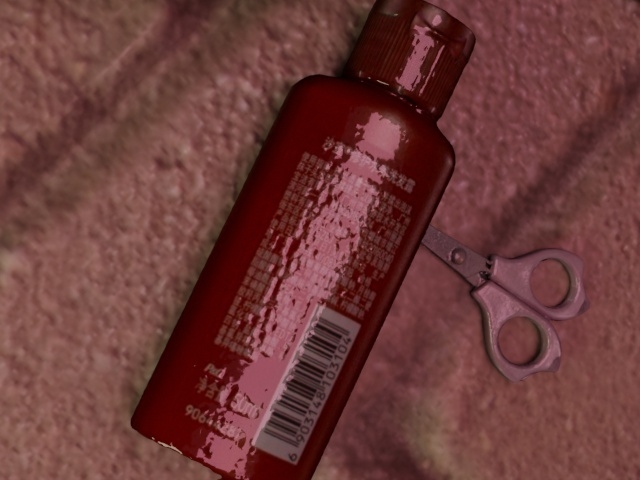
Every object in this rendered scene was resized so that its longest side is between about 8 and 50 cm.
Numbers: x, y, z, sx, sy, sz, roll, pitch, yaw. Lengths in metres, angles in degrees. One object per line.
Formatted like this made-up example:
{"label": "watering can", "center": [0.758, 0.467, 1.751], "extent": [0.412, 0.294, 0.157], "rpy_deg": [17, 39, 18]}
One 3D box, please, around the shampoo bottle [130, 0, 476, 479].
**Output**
{"label": "shampoo bottle", "center": [0.000, 0.000, 0.827], "extent": [0.118, 0.076, 0.314], "rpy_deg": [26, 84, -8]}

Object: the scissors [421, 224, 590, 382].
{"label": "scissors", "center": [0.103, 0.018, 0.905], "extent": [0.189, 0.015, 0.100], "rpy_deg": [34, 80, -18]}
